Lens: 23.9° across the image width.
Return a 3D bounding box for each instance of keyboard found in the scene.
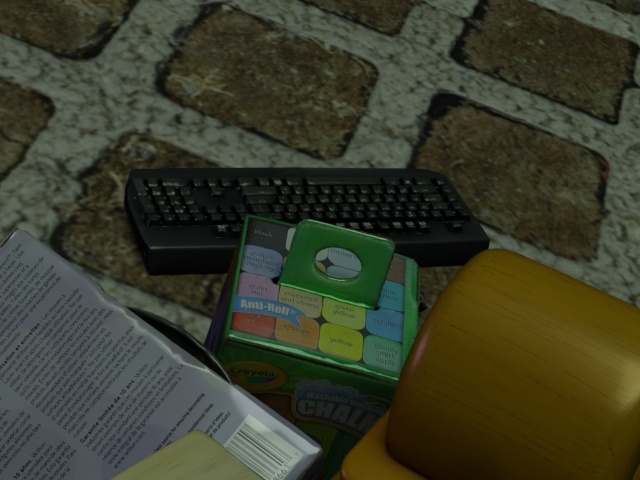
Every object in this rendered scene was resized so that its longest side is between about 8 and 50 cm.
[{"bbox_3d":[0.000,0.000,1.279,0.317,0.033,0.201,-2,45,-24],"label":"keyboard"}]

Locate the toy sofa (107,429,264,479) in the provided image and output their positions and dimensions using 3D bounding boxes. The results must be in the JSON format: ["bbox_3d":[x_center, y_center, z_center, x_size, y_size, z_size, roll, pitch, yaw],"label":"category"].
[{"bbox_3d":[-0.071,0.281,0.665,0.177,0.362,0.150,35,40,27],"label":"toy sofa"}]

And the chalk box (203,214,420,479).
[{"bbox_3d":[-0.011,0.079,1.037,0.132,0.213,0.132,15,39,-6],"label":"chalk box"}]

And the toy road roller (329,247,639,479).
[{"bbox_3d":[0.093,0.159,0.867,0.202,0.240,0.329,25,46,25],"label":"toy road roller"}]

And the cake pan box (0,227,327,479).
[{"bbox_3d":[-0.164,0.155,0.903,0.246,0.070,0.267,33,74,14],"label":"cake pan box"}]
